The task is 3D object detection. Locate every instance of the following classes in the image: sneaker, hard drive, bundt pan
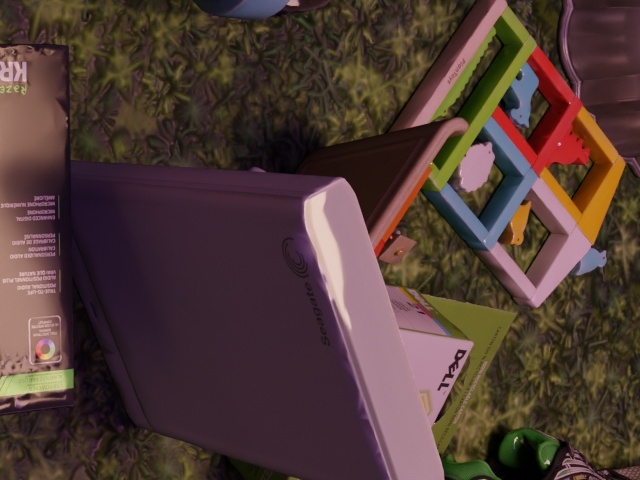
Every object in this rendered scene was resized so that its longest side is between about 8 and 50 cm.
[{"bbox_3d":[0.251,0.254,1.609,0.344,0.134,0.146,-3,92,-39],"label":"sneaker"},{"bbox_3d":[-0.069,0.059,1.197,0.047,0.353,0.233,-30,112,-32],"label":"hard drive"},{"bbox_3d":[0.402,-0.225,1.698,0.331,0.124,0.330,-3,95,-39],"label":"bundt pan"}]

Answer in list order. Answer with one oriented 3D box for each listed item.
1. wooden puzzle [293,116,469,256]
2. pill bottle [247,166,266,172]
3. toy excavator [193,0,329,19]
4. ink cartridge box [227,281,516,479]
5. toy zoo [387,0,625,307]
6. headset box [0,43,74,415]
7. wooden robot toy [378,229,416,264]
[{"bbox_3d":[0.000,0.000,1.332,0.044,0.221,0.238,47,66,-19],"label":"wooden puzzle"},{"bbox_3d":[-0.072,-0.022,1.387,0.083,0.043,0.043,-53,122,-23],"label":"pill bottle"},{"bbox_3d":[-0.131,-0.391,1.225,0.445,0.222,0.432,1,91,-30],"label":"toy excavator"},{"bbox_3d":[0.071,0.143,1.440,0.255,0.097,0.188,11,111,-39],"label":"ink cartridge box"},{"bbox_3d":[0.197,-0.070,1.605,0.293,0.030,0.192,47,66,-31],"label":"toy zoo"},{"bbox_3d":[-0.310,0.003,1.144,0.246,0.131,0.283,-3,96,-37],"label":"headset box"},{"bbox_3d":[-0.006,0.021,1.438,0.173,0.079,0.076,-33,149,-7],"label":"wooden robot toy"}]
